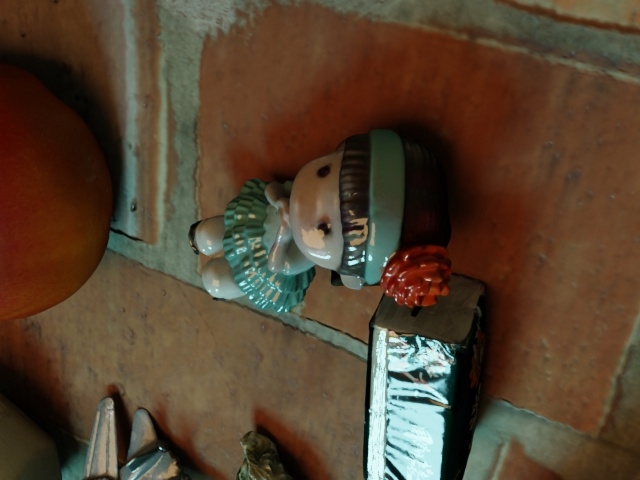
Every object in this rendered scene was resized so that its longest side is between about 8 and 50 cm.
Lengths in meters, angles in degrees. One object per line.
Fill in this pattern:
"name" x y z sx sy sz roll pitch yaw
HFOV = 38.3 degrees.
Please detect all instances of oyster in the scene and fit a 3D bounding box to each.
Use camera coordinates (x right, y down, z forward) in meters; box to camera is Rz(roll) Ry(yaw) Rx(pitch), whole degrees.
"oyster" -0.046 0.288 0.962 0.125 0.064 0.177 31 140 32

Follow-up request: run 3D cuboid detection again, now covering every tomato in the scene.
"tomato" -0.325 -0.045 0.872 0.259 0.180 0.260 17 124 26

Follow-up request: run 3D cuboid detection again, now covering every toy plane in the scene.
"toy plane" -0.250 0.327 1.059 0.267 0.088 0.212 -45 74 22

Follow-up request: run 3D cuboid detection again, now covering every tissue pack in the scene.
"tissue pack" 0.085 0.120 0.755 0.090 0.103 0.170 12 122 17

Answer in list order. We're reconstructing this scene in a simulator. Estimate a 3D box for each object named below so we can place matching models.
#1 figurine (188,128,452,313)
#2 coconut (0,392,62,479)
"figurine" 0.000 0.000 0.734 0.245 0.110 0.138 -17 81 43
"coconut" -0.449 0.280 1.092 0.247 0.245 0.245 44 130 -7
